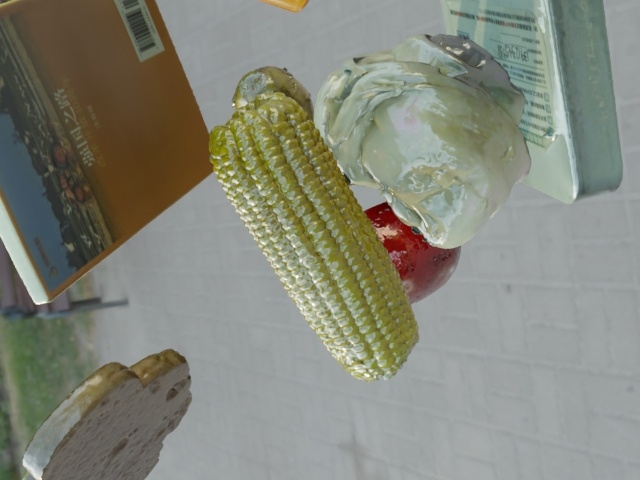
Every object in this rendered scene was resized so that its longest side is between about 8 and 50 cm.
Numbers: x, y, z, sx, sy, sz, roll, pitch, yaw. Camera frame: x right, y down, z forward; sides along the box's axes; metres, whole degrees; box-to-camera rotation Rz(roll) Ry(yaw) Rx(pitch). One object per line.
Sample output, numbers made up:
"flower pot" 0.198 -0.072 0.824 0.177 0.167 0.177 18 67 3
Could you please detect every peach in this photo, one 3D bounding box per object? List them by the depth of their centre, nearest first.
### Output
"peach" 0.116 0.021 1.687 0.158 0.267 0.154 54 141 31

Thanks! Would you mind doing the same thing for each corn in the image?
"corn" 0.000 0.000 1.174 0.344 0.131 0.131 58 155 -12

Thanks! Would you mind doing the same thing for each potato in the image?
"potato" -0.078 -0.216 1.801 0.137 0.137 0.176 25 134 57

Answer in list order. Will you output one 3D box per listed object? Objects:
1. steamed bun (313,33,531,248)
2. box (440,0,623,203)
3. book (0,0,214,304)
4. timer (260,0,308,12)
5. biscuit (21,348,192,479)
"steamed bun" 0.150 -0.153 1.303 0.268 0.280 0.207 45 117 8
"box" 0.310 -0.278 1.599 0.396 0.111 0.396 -133 27 -67
"book" -0.234 -0.130 1.075 0.028 0.374 0.262 -11 108 27
"timer" -0.089 -0.355 1.278 0.132 0.152 0.132 -176 90 -71
"biscuit" -0.207 0.192 1.017 0.041 0.208 0.290 39 162 16
